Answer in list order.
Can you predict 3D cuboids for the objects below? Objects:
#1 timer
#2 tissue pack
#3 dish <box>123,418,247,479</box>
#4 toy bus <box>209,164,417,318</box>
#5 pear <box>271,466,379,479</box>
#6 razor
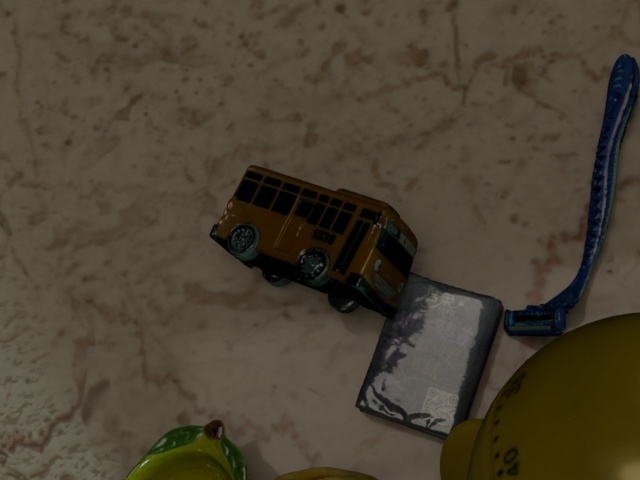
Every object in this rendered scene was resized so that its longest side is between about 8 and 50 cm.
[{"bbox_3d":[0.286,0.255,1.482,0.376,0.387,0.376,13,48,-15],"label":"timer"},{"bbox_3d":[0.114,0.120,1.681,0.112,0.051,0.156,17,78,13],"label":"tissue pack"},{"bbox_3d":[-0.134,0.286,1.671,0.149,0.080,0.208,23,82,21],"label":"dish"},{"bbox_3d":[0.000,0.000,1.692,0.201,0.098,0.114,19,76,34],"label":"toy bus"},{"bbox_3d":[0.006,0.309,1.591,0.178,0.178,0.178,-3,74,11],"label":"pear"},{"bbox_3d":[0.283,-0.043,1.694,0.056,0.093,0.324,28,74,-23],"label":"razor"}]
